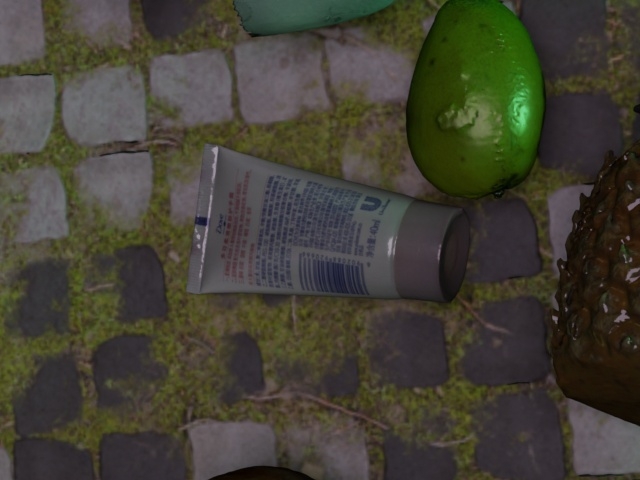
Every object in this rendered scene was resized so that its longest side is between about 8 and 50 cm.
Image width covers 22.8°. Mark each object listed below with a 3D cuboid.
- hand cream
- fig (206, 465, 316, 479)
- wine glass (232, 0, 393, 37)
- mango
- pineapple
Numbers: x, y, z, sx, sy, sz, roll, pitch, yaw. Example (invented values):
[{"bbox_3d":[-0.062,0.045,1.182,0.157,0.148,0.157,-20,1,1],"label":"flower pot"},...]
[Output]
[{"bbox_3d":[0.000,0.000,1.362,0.248,0.083,0.133,10,91,22],"label":"hand cream"},{"bbox_3d":[-0.046,0.304,1.288,0.235,0.235,0.214,41,100,9],"label":"fig"},{"bbox_3d":[0.073,-0.261,1.304,0.321,0.143,0.143,-11,87,9],"label":"wine glass"},{"bbox_3d":[0.127,-0.122,1.320,0.119,0.100,0.178,-5,78,15],"label":"mango"},{"bbox_3d":[0.300,-0.030,1.253,0.202,0.202,0.362,10,77,11],"label":"pineapple"}]
